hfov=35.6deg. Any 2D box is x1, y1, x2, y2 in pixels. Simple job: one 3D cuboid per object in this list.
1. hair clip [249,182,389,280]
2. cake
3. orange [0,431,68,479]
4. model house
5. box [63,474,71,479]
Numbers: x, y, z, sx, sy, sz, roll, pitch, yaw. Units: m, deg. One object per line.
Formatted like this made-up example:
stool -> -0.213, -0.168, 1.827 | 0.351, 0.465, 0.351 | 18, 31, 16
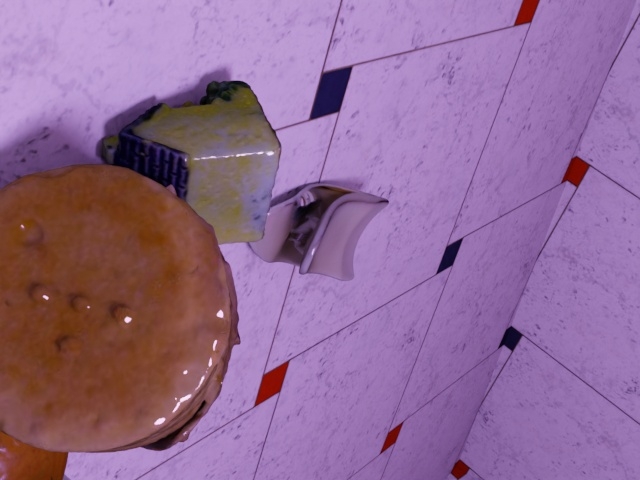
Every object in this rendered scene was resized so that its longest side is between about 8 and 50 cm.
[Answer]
hair clip -> -0.012, -0.010, 1.710 | 0.282, 0.113, 0.172 | -14, 131, -63
cake -> -0.252, 0.092, 1.178 | 0.332, 0.332, 0.321 | -53, 174, -10
orange -> -0.432, 0.297, 1.236 | 0.335, 0.196, 0.262 | -59, 170, -27
model house -> -0.184, -0.091, 1.308 | 0.211, 0.170, 0.194 | -8, 139, -22
box -> -0.447, 0.399, 1.351 | 0.245, 0.139, 0.035 | -42, 147, -32
